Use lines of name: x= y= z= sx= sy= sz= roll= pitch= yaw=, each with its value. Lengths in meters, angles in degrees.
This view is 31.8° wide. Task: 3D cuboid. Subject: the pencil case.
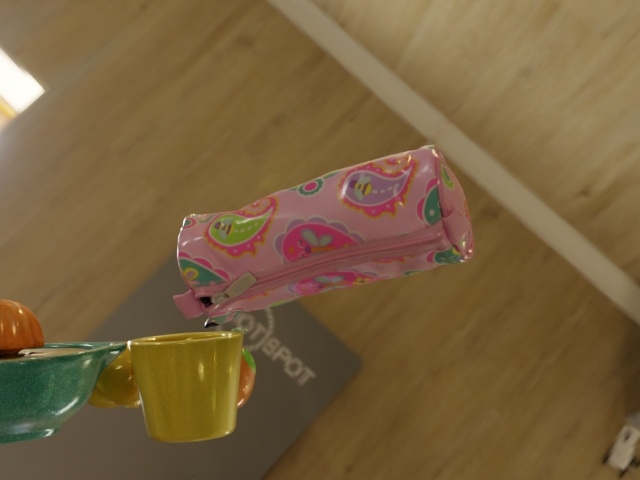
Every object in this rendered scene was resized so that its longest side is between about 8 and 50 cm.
pencil case: x=0.000 y=0.000 z=1.070 sx=0.124 sy=0.284 sz=0.124 roll=-15 pitch=90 yaw=-75

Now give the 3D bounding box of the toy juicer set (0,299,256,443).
toy juicer set: x=-0.200 y=0.083 z=0.759 sx=0.209 sy=0.329 sz=0.089 roll=-2 pitch=87 yaw=-83
